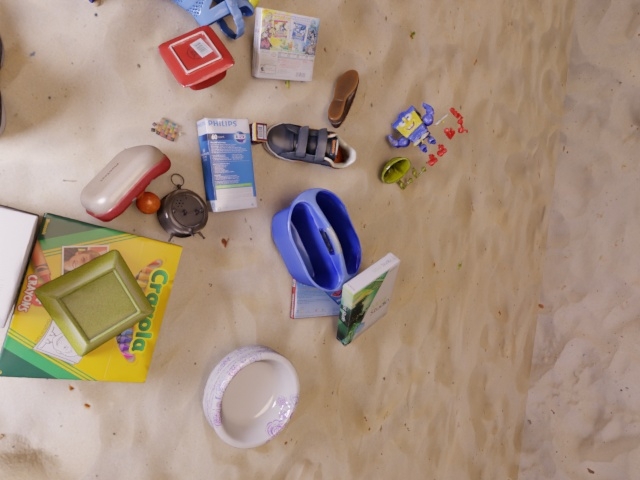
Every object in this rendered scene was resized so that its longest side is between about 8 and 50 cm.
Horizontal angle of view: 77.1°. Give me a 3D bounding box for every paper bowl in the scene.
[{"bbox_3d":[-0.215,0.461,1.223,0.284,0.148,0.284,-3,95,-35],"label":"paper bowl"}]

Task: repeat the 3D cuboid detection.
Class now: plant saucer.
[{"bbox_3d":[-0.507,0.146,0.924,0.188,0.045,0.188,-34,113,-30],"label":"plant saucer"}]

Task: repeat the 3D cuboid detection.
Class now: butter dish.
[{"bbox_3d":[-0.327,-0.472,1.092,0.159,0.118,0.160,-32,76,-12],"label":"butter dish"}]

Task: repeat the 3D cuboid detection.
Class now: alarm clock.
[{"bbox_3d":[-0.378,-0.095,1.102,0.129,0.064,0.192,-7,79,-45],"label":"alarm clock"}]

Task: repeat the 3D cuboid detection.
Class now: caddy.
[{"bbox_3d":[0.000,0.000,1.302,0.241,0.179,0.341,-33,107,-31],"label":"caddy"}]

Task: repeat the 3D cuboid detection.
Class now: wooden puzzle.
[{"bbox_3d":[-0.420,-0.304,1.102,0.083,0.006,0.049,23,81,-34],"label":"wooden puzzle"}]

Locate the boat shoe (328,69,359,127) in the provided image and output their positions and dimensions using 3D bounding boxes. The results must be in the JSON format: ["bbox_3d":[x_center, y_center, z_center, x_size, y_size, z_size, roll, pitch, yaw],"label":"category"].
[{"bbox_3d":[0.080,-0.494,1.407,0.207,0.073,0.073,-65,161,-9],"label":"boat shoe"}]

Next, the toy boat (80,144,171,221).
[{"bbox_3d":[-0.465,-0.127,1.012,0.231,0.151,0.151,-55,138,-19],"label":"toy boat"}]

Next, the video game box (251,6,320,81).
[{"bbox_3d":[-0.107,-0.595,1.234,0.205,0.048,0.187,-11,126,-34],"label":"video game box"}]

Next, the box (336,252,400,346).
[{"bbox_3d":[0.166,0.215,1.429,0.232,0.058,0.322,-31,143,-29],"label":"box"}]

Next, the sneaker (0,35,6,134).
[{"bbox_3d":[-0.697,-0.366,0.795,0.124,0.180,0.321,-14,102,-34],"label":"sneaker"}]

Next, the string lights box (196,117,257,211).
[{"bbox_3d":[-0.270,-0.219,1.172,0.133,0.076,0.260,-10,100,-35],"label":"string lights box"}]

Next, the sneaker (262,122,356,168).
[{"bbox_3d":[-0.024,-0.311,1.310,0.321,0.127,0.126,5,92,-34],"label":"sneaker"}]

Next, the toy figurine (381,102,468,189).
[{"bbox_3d":[0.358,-0.405,1.573,0.362,0.217,0.191,-44,146,25],"label":"toy figurine"}]

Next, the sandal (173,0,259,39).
[{"bbox_3d":[-0.313,-0.645,1.083,0.317,0.126,0.138,0,98,-34],"label":"sandal"}]

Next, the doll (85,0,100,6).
[{"bbox_3d":[-0.504,-0.608,0.905,0.046,0.189,0.129,8,90,-35],"label":"doll"}]

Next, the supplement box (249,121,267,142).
[{"bbox_3d":[-0.197,-0.320,1.210,0.043,0.083,0.055,-4,96,-35],"label":"supplement box"}]

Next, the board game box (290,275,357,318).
[{"bbox_3d":[0.022,0.199,1.442,0.281,0.027,0.145,3,93,-35],"label":"board game box"}]

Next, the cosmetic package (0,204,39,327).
[{"bbox_3d":[-0.678,0.036,0.815,0.138,0.224,0.225,15,85,-35],"label":"cosmetic package"}]

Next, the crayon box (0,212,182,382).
[{"bbox_3d":[-0.550,0.148,0.986,0.313,0.106,0.363,18,84,-35],"label":"crayon box"}]
